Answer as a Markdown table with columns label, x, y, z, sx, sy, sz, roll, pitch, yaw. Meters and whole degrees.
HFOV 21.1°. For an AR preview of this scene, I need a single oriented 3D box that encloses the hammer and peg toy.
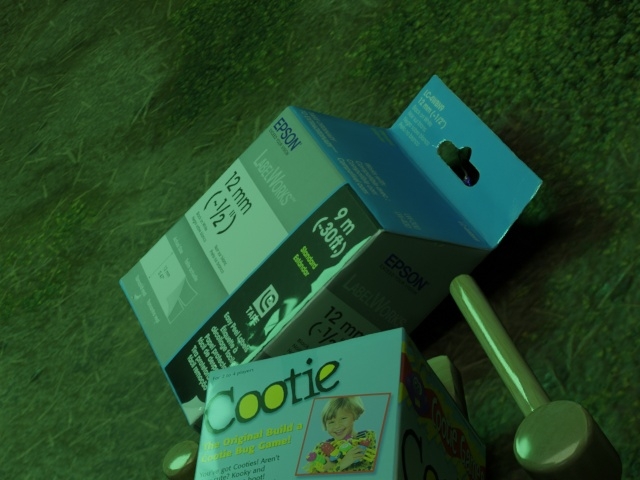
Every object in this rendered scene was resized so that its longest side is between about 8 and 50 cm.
| label | x | y | z | sx | sy | sz | roll | pitch | yaw |
| --- | --- | --- | --- | --- | --- | --- | --- | --- | --- |
| hammer and peg toy | 0.049 | 0.195 | 1.257 | 0.361 | 0.127 | 0.266 | -28 | 33 | 16 |

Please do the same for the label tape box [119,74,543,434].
| label | x | y | z | sx | sy | sz | roll | pitch | yaw |
| --- | --- | --- | --- | --- | --- | --- | --- | --- | --- |
| label tape box | 0.000 | 0.000 | 1.515 | 0.347 | 0.115 | 0.249 | -47 | 34 | 9 |

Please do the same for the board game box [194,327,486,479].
| label | x | y | z | sx | sy | sz | roll | pitch | yaw |
| --- | --- | --- | --- | --- | --- | --- | --- | --- | --- |
| board game box | 0.009 | 0.214 | 1.032 | 0.144 | 0.142 | 0.275 | -14 | 46 | 23 |

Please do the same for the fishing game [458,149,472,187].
| label | x | y | z | sx | sy | sz | roll | pitch | yaw |
| --- | --- | --- | --- | --- | --- | --- | --- | --- | --- |
| fishing game | 0.043 | -0.011 | 1.608 | 0.264 | 0.041 | 0.189 | -30 | 31 | 19 |
